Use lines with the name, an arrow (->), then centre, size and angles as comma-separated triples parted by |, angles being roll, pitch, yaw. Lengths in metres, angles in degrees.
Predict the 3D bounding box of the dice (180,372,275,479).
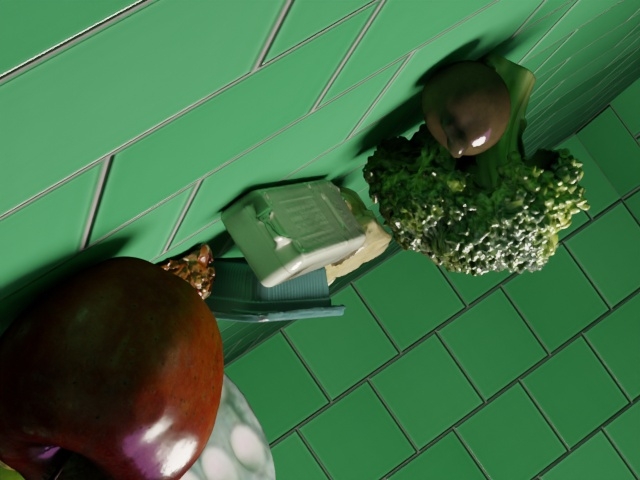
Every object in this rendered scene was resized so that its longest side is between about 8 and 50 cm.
dice -> -0.288, 0.370, 2.091 | 0.348, 0.330, 0.328 | -39, 174, 27

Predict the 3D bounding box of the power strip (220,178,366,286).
power strip -> -0.021, -0.015, 1.570 | 0.058, 0.098, 0.338 | -36, 174, 16

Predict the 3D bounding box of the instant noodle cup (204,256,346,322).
instant noodle cup -> -0.074, 0.057, 1.646 | 0.157, 0.070, 0.179 | 4, -177, 39

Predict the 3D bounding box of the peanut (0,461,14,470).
peanut -> -0.336, 0.210, 1.645 | 0.103, 0.098, 0.229 | 10, 145, -44

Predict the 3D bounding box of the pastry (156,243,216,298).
pastry -> -0.173, 0.064, 1.523 | 0.169, 0.063, 0.087 | -28, 169, -48

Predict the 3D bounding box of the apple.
apple -> -0.196, 0.133, 1.251 | 0.234, 0.234, 0.234 | -35, 175, -4

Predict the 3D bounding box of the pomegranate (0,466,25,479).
pomegranate -> -0.443, 0.334, 1.781 | 0.187, 0.187, 0.225 | -36, 147, 12

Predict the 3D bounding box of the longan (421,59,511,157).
longan -> 0.156, -0.141, 1.499 | 0.106, 0.106, 0.119 | -41, -161, 47

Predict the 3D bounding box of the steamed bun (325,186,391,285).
steamed bun -> 0.000, 0.000, 1.825 | 0.177, 0.106, 0.192 | -32, 170, 13

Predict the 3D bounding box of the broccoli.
broccoli -> 0.193, -0.069, 1.656 | 0.260, 0.288, 0.235 | -52, 143, -20
